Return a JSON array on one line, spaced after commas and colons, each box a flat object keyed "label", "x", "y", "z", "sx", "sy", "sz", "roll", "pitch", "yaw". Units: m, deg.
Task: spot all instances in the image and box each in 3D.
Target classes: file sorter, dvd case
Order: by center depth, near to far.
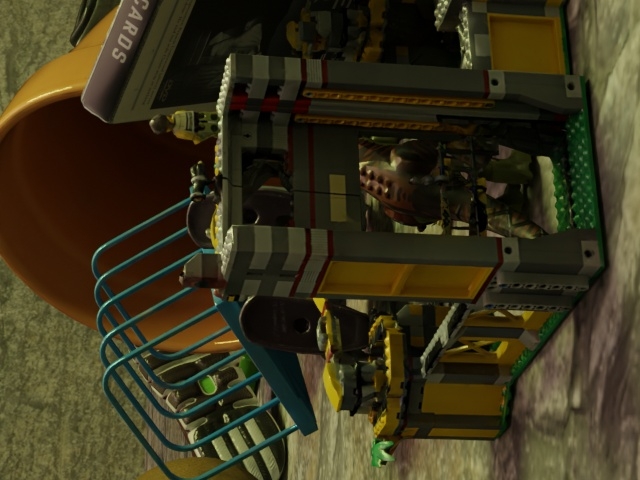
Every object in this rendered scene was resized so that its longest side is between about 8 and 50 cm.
[{"label": "dvd case", "x": -0.024, "y": -0.157, "z": 0.943, "sx": 0.238, "sy": 0.029, "sz": 0.179, "roll": -15, "pitch": -44, "yaw": -57}, {"label": "file sorter", "x": -0.085, "y": 0.064, "z": 1.111, "sx": 0.118, "sy": 0.104, "sz": 0.170, "roll": 57, "pitch": -174, "yaw": -28}]

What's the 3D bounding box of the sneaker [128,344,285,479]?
[{"label": "sneaker", "x": -0.123, "y": 0.155, "z": 1.635, "sx": 0.162, "sy": 0.106, "sz": 0.281, "roll": 94, "pitch": 154, "yaw": -59}]

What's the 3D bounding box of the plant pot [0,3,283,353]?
[{"label": "plant pot", "x": -0.112, "y": -0.076, "z": 1.352, "sx": 0.291, "sy": 0.291, "sz": 0.203, "roll": 103, "pitch": -178, "yaw": -46}]

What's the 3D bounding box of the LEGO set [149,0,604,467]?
[{"label": "LEGO set", "x": 0.007, "y": -0.060, "z": 0.821, "sx": 0.255, "sy": 0.192, "sz": 0.331, "roll": 122, "pitch": 149, "yaw": -71}]

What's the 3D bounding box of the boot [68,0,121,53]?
[{"label": "boot", "x": -0.193, "y": -0.131, "z": 1.895, "sx": 0.118, "sy": 0.222, "sz": 0.338, "roll": -109, "pitch": 23, "yaw": -61}]

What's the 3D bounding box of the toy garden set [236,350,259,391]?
[{"label": "toy garden set", "x": -0.114, "y": 0.042, "z": 1.789, "sx": 0.204, "sy": 0.049, "sz": 0.244, "roll": 109, "pitch": 152, "yaw": -43}]

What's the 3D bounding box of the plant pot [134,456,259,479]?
[{"label": "plant pot", "x": -0.073, "y": 0.256, "z": 1.061, "sx": 0.254, "sy": 0.237, "sz": 0.237, "roll": -108, "pitch": 23, "yaw": -61}]

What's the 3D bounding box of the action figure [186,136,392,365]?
[{"label": "action figure", "x": 0.000, "y": 0.000, "z": 1.088, "sx": 0.285, "sy": 0.099, "sz": 0.185, "roll": -44, "pitch": -57, "yaw": -76}]

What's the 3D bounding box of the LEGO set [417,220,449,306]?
[{"label": "LEGO set", "x": 0.065, "y": 0.019, "z": 0.960, "sx": 0.054, "sy": 0.023, "sz": 0.083, "roll": 107, "pitch": 162, "yaw": -55}]
